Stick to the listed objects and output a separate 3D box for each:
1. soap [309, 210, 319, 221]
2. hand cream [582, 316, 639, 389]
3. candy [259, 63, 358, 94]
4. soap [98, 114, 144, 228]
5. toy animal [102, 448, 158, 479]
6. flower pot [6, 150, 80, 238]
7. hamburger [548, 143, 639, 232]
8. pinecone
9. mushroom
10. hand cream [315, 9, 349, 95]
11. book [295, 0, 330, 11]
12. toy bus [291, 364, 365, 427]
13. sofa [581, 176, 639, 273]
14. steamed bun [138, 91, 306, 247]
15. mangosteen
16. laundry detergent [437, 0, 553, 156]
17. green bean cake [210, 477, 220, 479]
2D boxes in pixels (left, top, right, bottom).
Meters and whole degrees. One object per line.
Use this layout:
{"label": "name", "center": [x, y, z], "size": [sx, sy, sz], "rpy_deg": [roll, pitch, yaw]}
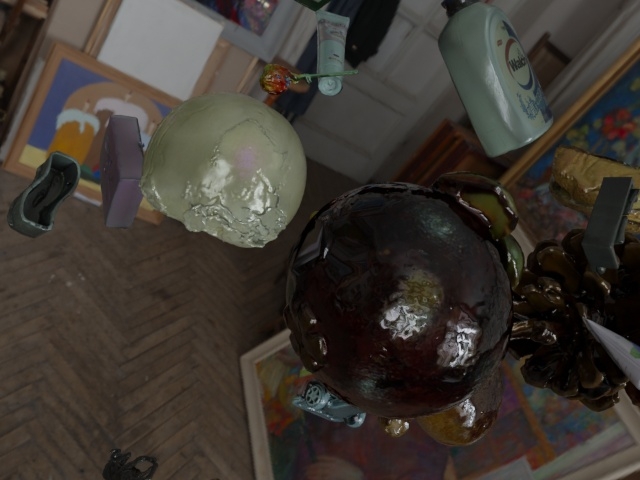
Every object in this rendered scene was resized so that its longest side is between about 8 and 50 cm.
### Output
{"label": "soap", "center": [0.000, 0.000, 0.932], "size": [0.034, 0.089, 0.012], "rpy_deg": [3, 14, 22]}
{"label": "hand cream", "center": [0.443, 0.167, 0.899], "size": [0.084, 0.053, 0.142], "rpy_deg": [45, 3, -40]}
{"label": "candy", "center": [-0.024, -0.322, 1.224], "size": [0.201, 0.060, 0.060], "rpy_deg": [-1, 25, 15]}
{"label": "soap", "center": [-0.691, -0.236, 2.178], "size": [0.107, 0.285, 0.296], "rpy_deg": [1, 55, -29]}
{"label": "toy animal", "center": [-0.527, 0.673, 1.752], "size": [0.148, 0.084, 0.233], "rpy_deg": [-9, 27, -24]}
{"label": "flower pot", "center": [-0.735, -0.123, 1.666], "size": [0.103, 0.108, 0.229], "rpy_deg": [37, 53, -30]}
{"label": "hamburger", "center": [0.591, -0.092, 1.294], "size": [0.262, 0.124, 0.131], "rpy_deg": [25, 58, 31]}
{"label": "pinecone", "center": [0.481, 0.151, 1.163], "size": [0.384, 0.384, 0.384], "rpy_deg": [30, 30, -19]}
{"label": "mushroom", "center": [0.276, 0.277, 1.371], "size": [0.239, 0.345, 0.345], "rpy_deg": [7, 13, 30]}
{"label": "hand cream", "center": [0.023, -0.429, 1.399], "size": [0.085, 0.058, 0.331], "rpy_deg": [10, 42, -7]}
{"label": "book", "center": [0.048, -0.614, 1.269], "size": [0.260, 0.371, 0.043], "rpy_deg": [2, 69, -53]}
{"label": "toy bus", "center": [0.087, 0.209, 0.979], "size": [0.121, 0.265, 0.119], "rpy_deg": [34, 48, -36]}
{"label": "sofa", "center": [0.481, -0.024, 1.017], "size": [0.085, 0.060, 0.147], "rpy_deg": [53, 56, -40]}
{"label": "steamed bun", "center": [-0.182, -0.149, 1.297], "size": [0.334, 0.311, 0.233], "rpy_deg": [17, 2, -28]}
{"label": "mangosteen", "center": [0.102, 0.063, 0.764], "size": [0.311, 0.311, 0.311], "rpy_deg": [30, 30, -19]}
{"label": "laundry detergent", "center": [0.272, -0.289, 1.007], "size": [0.215, 0.105, 0.280], "rpy_deg": [-35, 100, -52]}
{"label": "green bean cake", "center": [-0.199, 0.747, 1.652], "size": [0.236, 0.124, 0.233], "rpy_deg": [26, 16, -28]}
